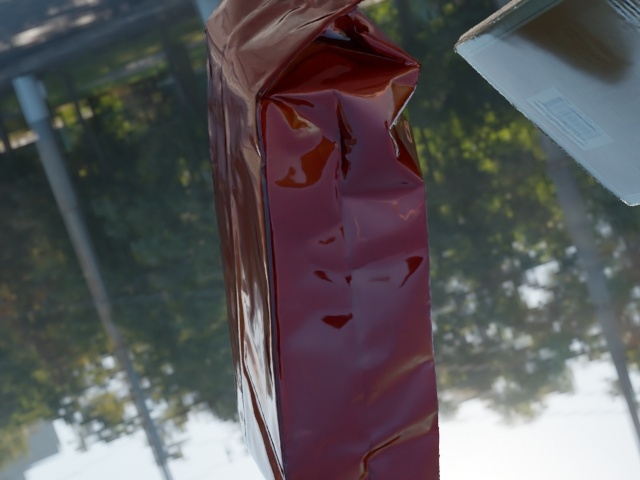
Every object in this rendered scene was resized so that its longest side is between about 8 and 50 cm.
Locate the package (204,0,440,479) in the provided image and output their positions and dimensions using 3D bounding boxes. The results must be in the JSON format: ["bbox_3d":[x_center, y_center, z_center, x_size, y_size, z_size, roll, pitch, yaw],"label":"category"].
[{"bbox_3d":[0.001,0.001,0.970,0.123,0.423,0.196,-9,-156,-14],"label":"package"}]

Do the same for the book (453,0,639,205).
[{"bbox_3d":[0.182,-0.090,0.848,0.018,0.170,0.242,-51,-172,-13],"label":"book"}]
